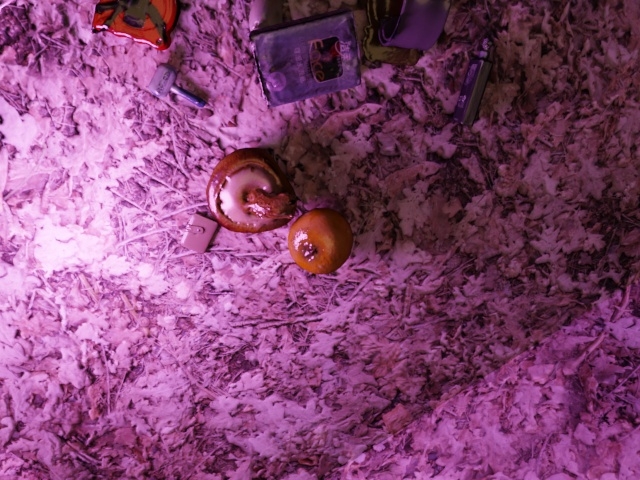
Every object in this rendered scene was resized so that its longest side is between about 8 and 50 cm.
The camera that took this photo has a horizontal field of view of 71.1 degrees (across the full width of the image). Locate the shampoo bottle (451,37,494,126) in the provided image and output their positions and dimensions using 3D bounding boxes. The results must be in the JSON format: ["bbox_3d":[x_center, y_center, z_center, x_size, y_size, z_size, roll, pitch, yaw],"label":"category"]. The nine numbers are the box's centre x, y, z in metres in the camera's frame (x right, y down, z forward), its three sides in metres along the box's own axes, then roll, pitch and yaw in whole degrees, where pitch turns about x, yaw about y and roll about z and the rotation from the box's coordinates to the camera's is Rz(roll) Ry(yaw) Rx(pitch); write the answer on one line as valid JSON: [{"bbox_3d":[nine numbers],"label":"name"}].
[{"bbox_3d":[0.586,-0.595,1.693,0.071,0.098,0.310,11,109,-8],"label":"shampoo bottle"}]

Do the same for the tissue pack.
[{"bbox_3d":[-0.048,-0.628,1.545,0.361,0.122,0.259,-15,130,-5],"label":"tissue pack"}]

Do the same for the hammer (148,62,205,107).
[{"bbox_3d":[-0.493,-0.528,1.576,0.193,0.069,0.116,27,105,-26],"label":"hammer"}]

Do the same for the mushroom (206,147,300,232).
[{"bbox_3d":[-0.247,-0.172,1.645,0.345,0.260,0.346,-3,112,-8],"label":"mushroom"}]

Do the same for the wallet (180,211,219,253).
[{"bbox_3d":[-0.483,-0.029,1.786,0.117,0.039,0.153,23,108,-19],"label":"wallet"}]

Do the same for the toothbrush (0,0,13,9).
[{"bbox_3d":[-0.942,-0.789,1.415,0.269,0.027,0.021,-31,148,4],"label":"toothbrush"}]

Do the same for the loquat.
[{"bbox_3d":[0.000,0.000,1.759,0.262,0.263,0.263,-3,112,-8],"label":"loquat"}]

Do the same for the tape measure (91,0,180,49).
[{"bbox_3d":[-0.585,-0.754,1.438,0.253,0.114,0.261,15,109,-15],"label":"tape measure"}]

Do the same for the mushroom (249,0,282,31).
[{"bbox_3d":[-0.175,-0.795,1.505,0.116,0.093,0.225,3,103,-30],"label":"mushroom"}]

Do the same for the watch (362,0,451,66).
[{"bbox_3d":[0.293,-0.748,1.462,0.313,0.327,0.335,4,111,-10],"label":"watch"}]
